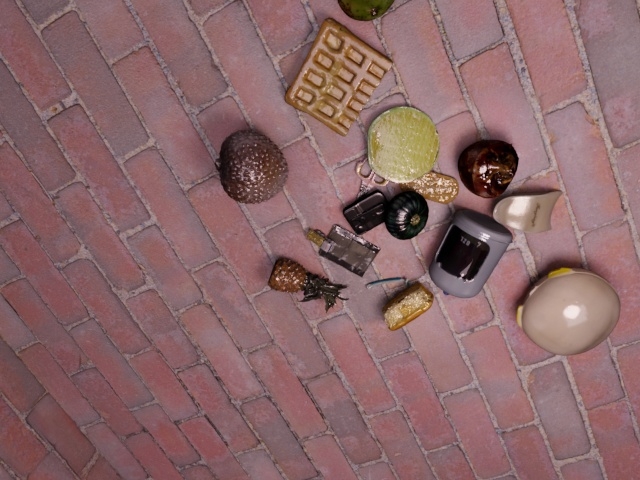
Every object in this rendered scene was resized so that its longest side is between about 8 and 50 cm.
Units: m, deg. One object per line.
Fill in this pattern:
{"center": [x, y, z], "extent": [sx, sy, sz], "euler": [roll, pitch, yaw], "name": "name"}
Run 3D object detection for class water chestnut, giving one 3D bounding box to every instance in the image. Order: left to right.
{"center": [0.637, -0.266, 1.604], "extent": [0.223, 0.238, 0.224], "euler": [-8, 108, -27], "name": "water chestnut"}

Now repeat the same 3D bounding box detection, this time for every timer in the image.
{"center": [0.202, -0.113, 1.793], "extent": [0.187, 0.055, 0.144], "euler": [-29, 117, 16], "name": "timer"}

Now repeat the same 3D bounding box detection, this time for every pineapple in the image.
{"center": [-0.049, 0.203, 1.905], "extent": [0.364, 0.165, 0.166], "euler": [23, 112, -4], "name": "pineapple"}

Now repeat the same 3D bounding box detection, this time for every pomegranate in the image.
{"center": [0.147, -0.876, 1.450], "extent": [0.214, 0.214, 0.248], "euler": [-22, 75, 14], "name": "pomegranate"}

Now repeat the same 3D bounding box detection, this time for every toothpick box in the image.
{"center": [0.595, 0.076, 1.751], "extent": [0.263, 0.263, 0.355], "euler": [20, 113, -2], "name": "toothpick box"}

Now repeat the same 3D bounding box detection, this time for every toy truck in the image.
{"center": [0.000, 0.000, 1.855], "extent": [0.123, 0.063, 0.052], "euler": [37, 113, 21], "name": "toy truck"}

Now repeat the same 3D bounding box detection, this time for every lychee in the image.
{"center": [-0.267, -0.290, 1.672], "extent": [0.299, 0.300, 0.300], "euler": [2, 112, 6], "name": "lychee"}

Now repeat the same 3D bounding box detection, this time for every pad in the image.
{"center": [0.125, 0.050, 1.898], "extent": [0.233, 0.022, 0.174], "euler": [29, 112, -6], "name": "pad"}

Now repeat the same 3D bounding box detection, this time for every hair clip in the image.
{"center": [0.814, -0.118, 1.703], "extent": [0.282, 0.113, 0.173], "euler": [7, 112, 3], "name": "hair clip"}

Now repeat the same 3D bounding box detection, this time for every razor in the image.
{"center": [0.301, 0.191, 1.927], "extent": [0.191, 0.037, 0.068], "euler": [-7, 152, 14], "name": "razor"}

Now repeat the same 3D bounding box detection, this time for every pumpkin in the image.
{"center": [0.349, -0.100, 1.730], "extent": [0.202, 0.140, 0.202], "euler": [-12, 113, -29], "name": "pumpkin"}

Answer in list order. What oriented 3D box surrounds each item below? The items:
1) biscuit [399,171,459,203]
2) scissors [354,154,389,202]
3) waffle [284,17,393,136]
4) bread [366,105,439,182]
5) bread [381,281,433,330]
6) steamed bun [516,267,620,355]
{"center": [0.441, -0.223, 1.748], "extent": [0.247, 0.029, 0.118], "euler": [16, 113, 0], "name": "biscuit"}
{"center": [0.193, -0.226, 1.778], "extent": [0.160, 0.024, 0.318], "euler": [25, 113, -4], "name": "scissors"}
{"center": [0.057, -0.603, 1.617], "extent": [0.304, 0.077, 0.348], "euler": [31, 112, -5], "name": "waffle"}
{"center": [0.322, -0.372, 1.682], "extent": [0.301, 0.045, 0.302], "euler": [1, 105, 2], "name": "bread"}
{"center": [0.380, 0.291, 1.890], "extent": [0.245, 0.174, 0.121], "euler": [-41, 82, 18], "name": "bread"}
{"center": [0.998, 0.286, 1.738], "extent": [0.333, 0.334, 0.374], "euler": [30, 113, -6], "name": "steamed bun"}
